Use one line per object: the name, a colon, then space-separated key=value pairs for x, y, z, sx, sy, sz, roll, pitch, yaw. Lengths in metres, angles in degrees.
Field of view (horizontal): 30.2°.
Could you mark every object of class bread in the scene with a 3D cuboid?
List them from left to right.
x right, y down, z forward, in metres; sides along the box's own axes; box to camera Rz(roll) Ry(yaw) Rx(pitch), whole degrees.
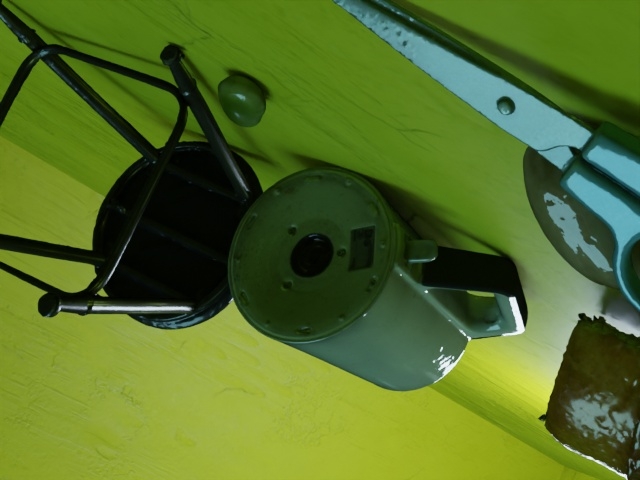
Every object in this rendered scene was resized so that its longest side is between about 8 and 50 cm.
bread: x=0.394 y=0.212 z=1.548 sx=0.194 sy=0.179 sz=0.340 roll=26 pitch=-174 yaw=18

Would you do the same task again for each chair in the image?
chair: x=-0.302 y=-0.065 z=1.670 sx=0.364 sy=0.362 sz=0.410 roll=21 pitch=172 yaw=30

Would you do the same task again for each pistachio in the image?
pistachio: x=0.254 y=-0.029 z=1.069 sx=0.185 sy=0.108 sz=0.126 roll=37 pitch=156 yaw=-11

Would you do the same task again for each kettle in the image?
kettle: x=0.111 y=0.068 z=1.719 sx=0.361 sy=0.250 sz=0.376 roll=-10 pitch=156 yaw=24

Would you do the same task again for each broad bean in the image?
broad bean: x=-0.095 y=-0.172 z=1.439 sx=0.063 sy=0.045 sz=0.083 roll=23 pitch=162 yaw=17

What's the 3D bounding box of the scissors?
scissors: x=0.189 y=-0.090 z=0.978 sx=0.447 sy=0.029 sz=0.193 roll=35 pitch=134 yaw=4
